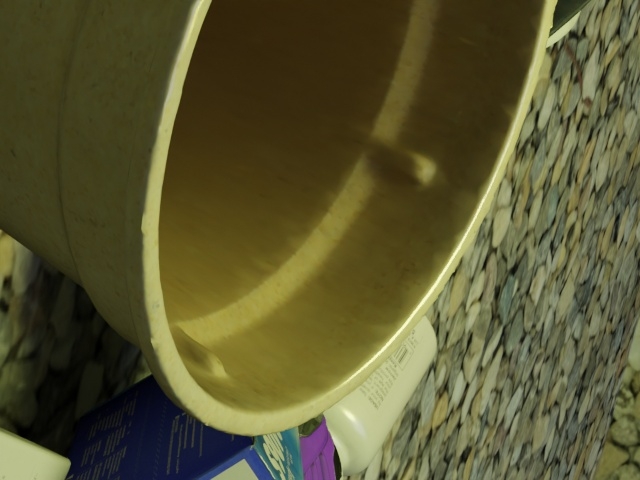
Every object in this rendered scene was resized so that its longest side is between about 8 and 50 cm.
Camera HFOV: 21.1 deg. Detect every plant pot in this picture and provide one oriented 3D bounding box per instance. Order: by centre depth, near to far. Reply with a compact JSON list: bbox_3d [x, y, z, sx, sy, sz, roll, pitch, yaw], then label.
[{"bbox_3d":[-0.094,-0.119,0.833,0.334,0.305,0.334,-40,143,-40],"label":"plant pot"}]

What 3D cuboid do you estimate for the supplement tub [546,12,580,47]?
[{"bbox_3d":[0.133,-0.341,1.486,0.235,0.235,0.325,-52,150,-39],"label":"supplement tub"}]

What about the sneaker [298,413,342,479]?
[{"bbox_3d":[-0.036,0.229,1.375,0.146,0.102,0.293,61,25,-19],"label":"sneaker"}]

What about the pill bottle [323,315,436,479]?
[{"bbox_3d":[0.011,0.158,1.691,0.229,0.131,0.131,-56,152,-35],"label":"pill bottle"}]

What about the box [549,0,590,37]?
[{"bbox_3d":[0.105,-0.240,1.175,0.312,0.179,0.343,-42,-171,29],"label":"box"}]

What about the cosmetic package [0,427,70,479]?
[{"bbox_3d":[-0.275,0.159,1.026,0.151,0.151,0.183,-68,156,-10],"label":"cosmetic package"}]

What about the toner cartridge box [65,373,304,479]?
[{"bbox_3d":[-0.100,0.162,1.223,0.075,0.165,0.348,60,3,-11],"label":"toner cartridge box"}]
